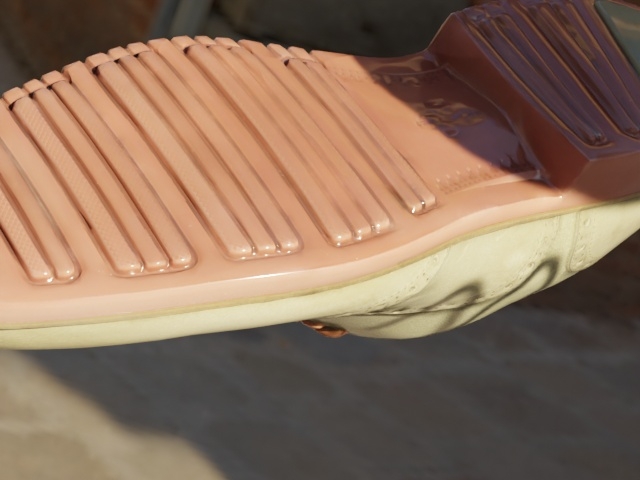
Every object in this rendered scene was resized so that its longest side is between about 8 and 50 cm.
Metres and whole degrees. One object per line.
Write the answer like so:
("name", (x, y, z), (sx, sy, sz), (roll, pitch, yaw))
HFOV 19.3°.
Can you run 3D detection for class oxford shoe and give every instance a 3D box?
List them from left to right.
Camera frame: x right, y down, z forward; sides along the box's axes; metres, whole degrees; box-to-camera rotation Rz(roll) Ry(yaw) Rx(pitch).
("oxford shoe", (0.000, 0.000, 0.808), (0.397, 0.146, 0.140), (-10, 51, -28))
